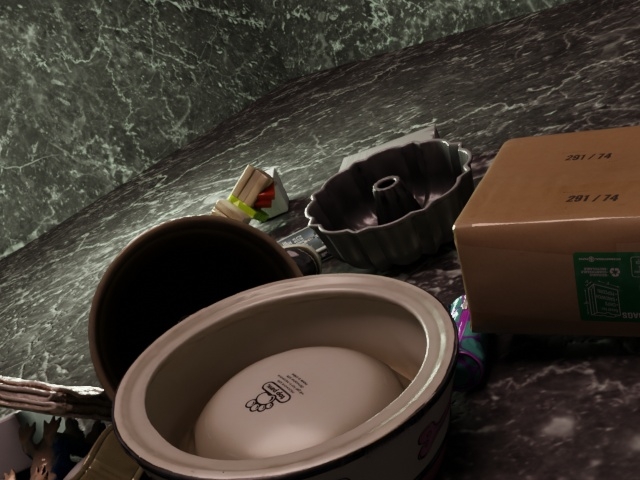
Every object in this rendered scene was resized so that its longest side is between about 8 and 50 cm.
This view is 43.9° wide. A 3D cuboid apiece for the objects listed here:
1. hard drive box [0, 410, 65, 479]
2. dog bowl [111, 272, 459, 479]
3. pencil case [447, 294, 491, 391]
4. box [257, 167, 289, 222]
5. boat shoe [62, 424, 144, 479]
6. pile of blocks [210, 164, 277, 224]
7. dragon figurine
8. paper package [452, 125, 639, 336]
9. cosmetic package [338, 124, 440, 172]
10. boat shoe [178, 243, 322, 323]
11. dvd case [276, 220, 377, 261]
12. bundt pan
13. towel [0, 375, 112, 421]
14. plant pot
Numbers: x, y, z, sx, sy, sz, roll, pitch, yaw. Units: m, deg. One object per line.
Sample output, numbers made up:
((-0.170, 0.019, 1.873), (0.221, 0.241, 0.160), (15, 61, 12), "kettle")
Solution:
((-0.551, 0.353, 1.296), (0.232, 0.089, 0.181), (-25, -1, -2), "hard drive box")
((-0.028, 0.199, 0.952), (0.408, 0.150, 0.408), (-11, 24, 5), "dog bowl")
((0.194, 0.132, 1.064), (0.065, 0.070, 0.151), (-11, 25, 23), "pencil case")
((-0.139, -0.118, 2.060), (0.087, 0.102, 0.101), (-21, 19, 7), "box")
((-0.316, 0.365, 1.035), (0.103, 0.113, 0.302), (-59, -5, 24), "boat shoe")
((-0.212, -0.018, 1.908), (0.113, 0.149, 0.362), (36, 74, 18), "pile of blocks")
((-0.387, 0.358, 1.165), (0.085, 0.144, 0.289), (-19, 40, 13), "dragon figurine")
((0.369, -0.019, 1.027), (0.325, 0.168, 0.309), (-2, 28, 30), "paper package")
((0.168, -0.167, 1.818), (0.238, 0.107, 0.127), (-15, 22, 19), "cosmetic package")
((-0.166, 0.096, 1.510), (0.340, 0.127, 0.113), (-12, 10, 10), "boat shoe")
((0.000, 0.000, 1.698), (0.239, 0.029, 0.179), (-26, 19, -5), "dvd case")
((0.145, -0.059, 1.500), (0.331, 0.124, 0.330), (-21, 27, 11), "bundt pan")
((-0.387, 0.242, 1.209), (0.187, 0.049, 0.282), (5, -14, 18), "towel")
((-0.194, 0.137, 1.245), (0.323, 0.323, 0.280), (-31, 3, -15), "plant pot")
